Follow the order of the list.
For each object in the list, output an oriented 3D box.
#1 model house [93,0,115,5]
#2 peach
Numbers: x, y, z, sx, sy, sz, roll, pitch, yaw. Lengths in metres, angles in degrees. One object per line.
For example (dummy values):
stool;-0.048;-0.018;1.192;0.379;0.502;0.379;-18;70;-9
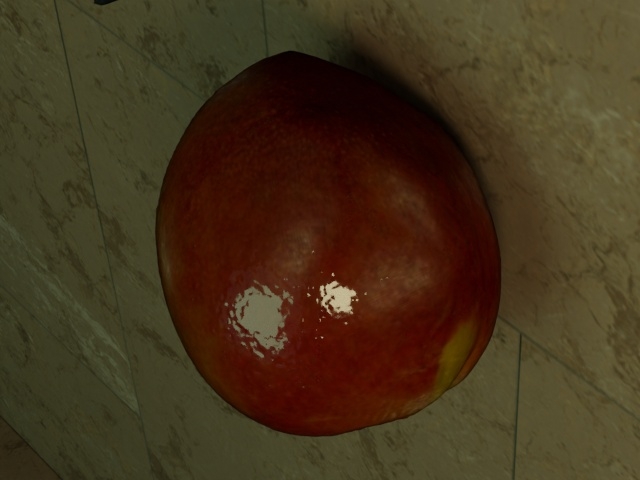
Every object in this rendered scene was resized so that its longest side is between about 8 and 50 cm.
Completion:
model house;-0.146;-0.336;1.372;0.206;0.178;0.271;58;157;-16
peach;0.000;0.000;1.399;0.308;0.308;0.332;-25;81;64
